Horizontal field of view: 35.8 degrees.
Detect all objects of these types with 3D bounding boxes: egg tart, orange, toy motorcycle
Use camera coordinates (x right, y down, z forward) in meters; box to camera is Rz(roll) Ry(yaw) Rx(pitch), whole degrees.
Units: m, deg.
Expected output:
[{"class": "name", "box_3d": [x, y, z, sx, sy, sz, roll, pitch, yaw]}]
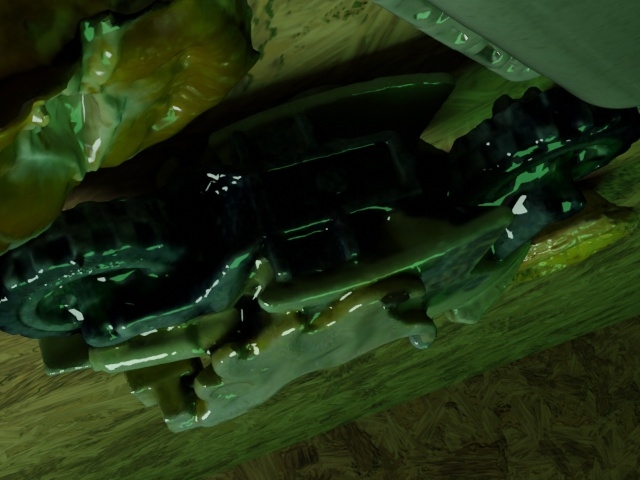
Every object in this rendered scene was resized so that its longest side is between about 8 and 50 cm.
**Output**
[{"class": "egg tart", "box_3d": [0.278, -0.008, 1.164, 0.191, 0.074, 0.191, -22, 165, -6]}, {"class": "orange", "box_3d": [-0.111, -0.066, 0.361, 0.160, 0.112, 0.170, -39, -176, 15]}, {"class": "toy motorcycle", "box_3d": [0.000, 0.000, 0.647, 0.410, 0.168, 0.237, -15, 157, -10]}]

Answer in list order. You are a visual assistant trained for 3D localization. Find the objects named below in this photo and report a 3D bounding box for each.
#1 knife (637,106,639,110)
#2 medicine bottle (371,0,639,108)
[{"class": "knife", "box_3d": [0.086, -0.040, 0.861, 0.399, 0.038, 0.132, -25, 162, 9]}, {"class": "medicine bottle", "box_3d": [0.150, -0.168, 0.366, 0.282, 0.123, 0.375, -29, 163, 25]}]
